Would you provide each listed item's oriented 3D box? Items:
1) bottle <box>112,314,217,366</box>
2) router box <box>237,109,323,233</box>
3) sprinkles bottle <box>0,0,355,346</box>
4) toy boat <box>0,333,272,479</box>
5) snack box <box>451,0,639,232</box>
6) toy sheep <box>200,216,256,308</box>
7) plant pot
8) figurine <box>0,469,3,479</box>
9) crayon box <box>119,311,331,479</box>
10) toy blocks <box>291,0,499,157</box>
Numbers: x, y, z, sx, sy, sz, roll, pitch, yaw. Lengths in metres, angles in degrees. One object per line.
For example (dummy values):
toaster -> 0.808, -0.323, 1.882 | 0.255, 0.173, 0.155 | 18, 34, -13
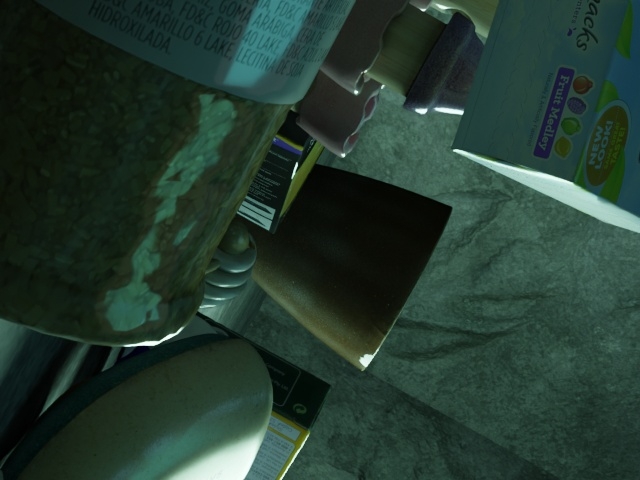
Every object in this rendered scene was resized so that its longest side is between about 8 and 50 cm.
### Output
bottle -> -0.179, 0.192, 1.196 | 0.092, 0.118, 0.282 | -27, 148, -61
router box -> 0.008, -0.183, 1.186 | 0.308, 0.081, 0.243 | -61, 178, -18
sprinkles bottle -> -0.014, -0.143, 0.355 | 0.355, 0.121, 0.121 | -61, 179, 17
toy boat -> -0.183, 0.210, 1.046 | 0.267, 0.148, 0.318 | -21, 142, -50
snack box -> 0.162, -0.097, 0.637 | 0.207, 0.070, 0.174 | 15, 93, -55
toy sheep -> -0.107, 0.023, 1.191 | 0.132, 0.091, 0.091 | -44, -170, 39
plant pot -> 0.000, 0.000, 1.467 | 0.215, 0.230, 0.215 | -61, 179, -1
figurine -> -0.248, 0.244, 0.755 | 0.215, 0.092, 0.209 | -62, -174, 0
crayon box -> -0.147, 0.231, 1.370 | 0.323, 0.203, 0.083 | -61, 179, 36
toy blocks -> 0.102, -0.191, 0.743 | 0.309, 0.260, 0.288 | -61, 178, -4
